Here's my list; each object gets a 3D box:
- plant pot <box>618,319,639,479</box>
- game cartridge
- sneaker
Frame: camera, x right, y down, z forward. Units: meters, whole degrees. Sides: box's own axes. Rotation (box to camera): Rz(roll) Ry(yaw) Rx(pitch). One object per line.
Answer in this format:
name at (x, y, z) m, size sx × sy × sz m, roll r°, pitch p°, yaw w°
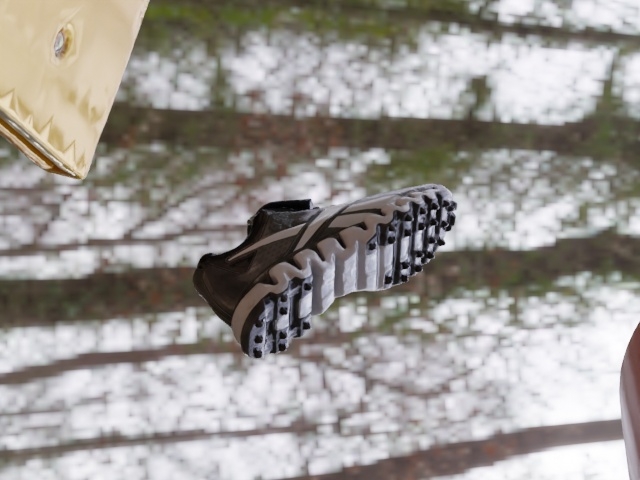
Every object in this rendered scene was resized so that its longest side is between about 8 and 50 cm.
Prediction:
plant pot at (0.311, 0.135, 1.210) m, size 0.243 × 0.275 × 0.275 m, roll -106°, pitch -148°, yaw -66°
game cartridge at (-0.215, -0.243, 1.635) m, size 0.053 × 0.285 × 0.323 m, roll 14°, pitch -102°, yaw 16°
sneaker at (0.000, 0.000, 1.446) m, size 0.106 × 0.234 × 0.078 m, roll 36°, pitch -41°, yaw 32°
